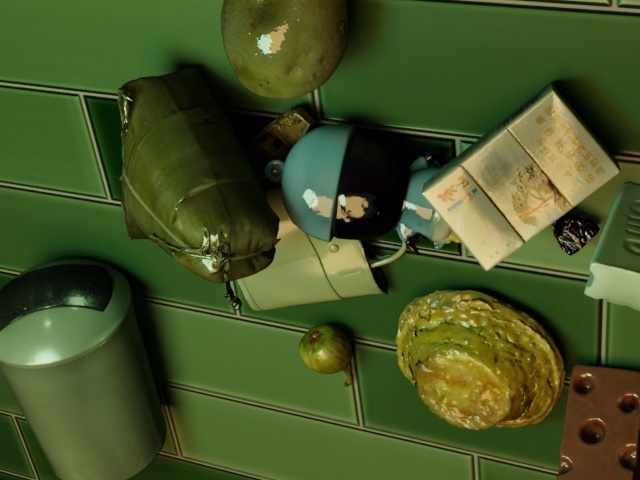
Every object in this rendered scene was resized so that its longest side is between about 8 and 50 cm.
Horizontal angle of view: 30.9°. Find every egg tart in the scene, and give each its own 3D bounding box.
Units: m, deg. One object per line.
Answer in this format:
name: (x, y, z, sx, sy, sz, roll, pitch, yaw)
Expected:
egg tart: (0.248, 0.212, 1.883, 0.294, 0.123, 0.294, 15, 132, 17)

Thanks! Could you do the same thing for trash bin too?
trash bin: (-0.460, 0.241, 2.204, 0.280, 0.280, 0.432, 9, 133, 23)

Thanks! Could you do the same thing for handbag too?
handbag: (0.000, 0.000, 1.900, 0.315, 0.109, 0.241, -13, 120, 21)

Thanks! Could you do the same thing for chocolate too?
chocolate: (0.337, -0.051, 1.674, 0.147, 0.070, 0.072, 53, 143, -3)

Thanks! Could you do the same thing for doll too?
doll: (0.070, -0.075, 1.728, 0.314, 0.141, 0.177, 13, 88, 3)

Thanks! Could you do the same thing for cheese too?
cheese: (0.465, 0.323, 1.838, 0.128, 0.203, 0.177, 1, 154, 26)

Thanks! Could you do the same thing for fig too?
fig: (0.024, 0.198, 2.051, 0.093, 0.093, 0.166, 4, 167, 26)

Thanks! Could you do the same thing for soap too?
soap: (0.438, 0.010, 1.558, 0.119, 0.198, 0.067, 16, 131, 17)

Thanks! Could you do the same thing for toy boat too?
toy boat: (-0.078, -0.140, 1.816, 0.064, 0.072, 0.206, 43, 133, -6)

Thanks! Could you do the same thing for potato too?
potato: (-0.046, -0.310, 1.608, 0.177, 0.160, 0.235, 16, 122, -15)

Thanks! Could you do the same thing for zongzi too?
zongzi: (-0.189, 0.006, 1.794, 0.447, 0.181, 0.418, 62, 148, 31)

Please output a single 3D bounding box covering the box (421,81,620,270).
box: (0.274, -0.087, 1.603, 0.233, 0.067, 0.149, -39, 97, 19)
